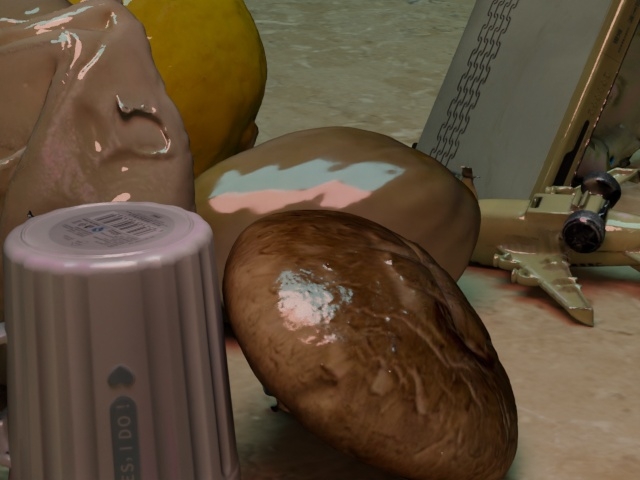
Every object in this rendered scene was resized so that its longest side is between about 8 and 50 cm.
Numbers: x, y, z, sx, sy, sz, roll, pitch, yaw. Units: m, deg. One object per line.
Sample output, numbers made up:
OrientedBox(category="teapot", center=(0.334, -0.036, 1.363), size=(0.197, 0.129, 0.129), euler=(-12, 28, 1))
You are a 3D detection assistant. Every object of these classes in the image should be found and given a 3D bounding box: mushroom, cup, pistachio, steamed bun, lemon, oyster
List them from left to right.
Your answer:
OrientedBox(category="steamed bun", center=(-0.253, -0.037, 1.524), size=(0.219, 0.324, 0.309), euler=(-16, 17, -37))
OrientedBox(category="cup", center=(-0.166, 0.092, 1.342), size=(0.221, 0.202, 0.167), euler=(-15, 23, -35))
OrientedBox(category="lemon", center=(-0.220, -0.159, 1.848), size=(0.348, 0.348, 0.348), euler=(1, 20, 0))
OrientedBox(category="pistachio", center=(0.000, 0.000, 1.686), size=(0.288, 0.197, 0.166), euler=(-13, -21, -6))
OrientedBox(category="mushroom", center=(0.043, 0.078, 1.412), size=(0.278, 0.146, 0.278), euler=(33, 17, -12))
OrientedBox(category="oyster", center=(0.300, -0.142, 2.049), size=(0.260, 0.198, 0.092), euler=(-48, 48, -11))

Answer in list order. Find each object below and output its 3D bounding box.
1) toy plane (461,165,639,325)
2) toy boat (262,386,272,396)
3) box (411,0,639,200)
OrientedBox(category="toy plane", center=(0.224, -0.008, 1.789), size=(0.256, 0.104, 0.242), euler=(13, 38, 13))
OrientedBox(category="toy boat", center=(0.010, 0.094, 1.545), size=(0.137, 0.060, 0.061), euler=(-17, 48, -32))
OrientedBox(category="box", center=(0.207, -0.157, 1.968), size=(0.211, 0.270, 0.045), euler=(20, -2, 44))
